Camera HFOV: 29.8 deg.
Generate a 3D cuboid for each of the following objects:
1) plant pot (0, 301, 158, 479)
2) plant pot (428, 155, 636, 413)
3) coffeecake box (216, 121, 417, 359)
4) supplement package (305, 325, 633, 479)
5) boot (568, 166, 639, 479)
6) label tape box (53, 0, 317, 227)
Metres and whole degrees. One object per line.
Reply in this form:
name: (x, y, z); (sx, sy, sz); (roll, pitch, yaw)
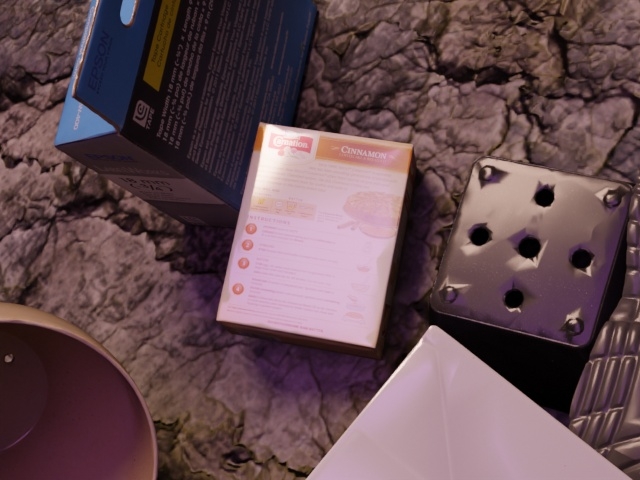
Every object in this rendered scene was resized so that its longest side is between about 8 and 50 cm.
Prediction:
plant pot: (-0.305, 0.171, 1.087); (0.284, 0.284, 0.191); (-51, 26, 2)
plant pot: (0.183, 0.028, 0.944); (0.188, 0.167, 0.187); (14, 79, 28)
coffeecake box: (0.000, 0.000, 1.072); (0.142, 0.068, 0.185); (9, 77, 10)
supplement package: (0.107, 0.220, 0.713); (0.262, 0.145, 0.204); (38, 81, 16)
boot: (0.292, 0.044, 0.864); (0.118, 0.223, 0.338); (25, 83, 37)
label tape box: (-0.135, -0.172, 1.057); (0.106, 0.334, 0.240); (5, 76, 26)
